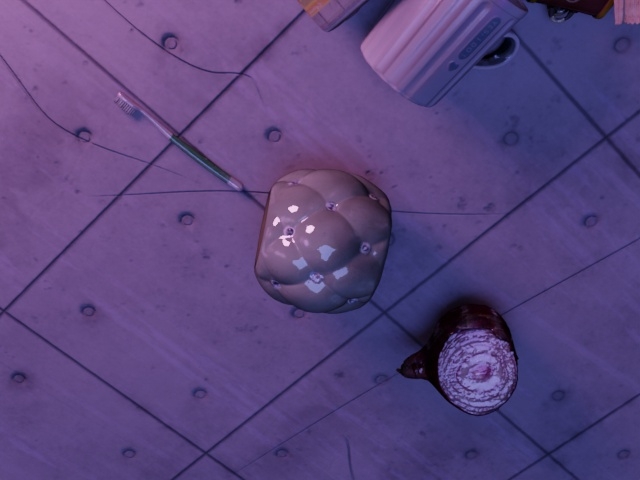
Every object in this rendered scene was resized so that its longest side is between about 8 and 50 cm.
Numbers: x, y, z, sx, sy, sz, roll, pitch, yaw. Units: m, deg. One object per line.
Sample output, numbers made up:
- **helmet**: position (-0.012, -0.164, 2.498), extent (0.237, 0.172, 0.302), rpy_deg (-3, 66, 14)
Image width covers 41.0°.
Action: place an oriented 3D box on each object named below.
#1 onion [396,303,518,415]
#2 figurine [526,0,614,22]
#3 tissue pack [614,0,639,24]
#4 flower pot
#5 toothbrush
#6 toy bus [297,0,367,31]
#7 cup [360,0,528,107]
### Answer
- **onion**: position (0.246, 0.214, 1.564), extent (0.218, 0.140, 0.195), rpy_deg (-9, 116, 5)
- **figurine**: position (0.356, -0.373, 1.274), extent (0.154, 0.082, 0.098), rpy_deg (10, 141, -5)
- **tissue pack**: position (0.456, -0.476, 1.161), extent (0.071, 0.170, 0.325), rpy_deg (15, 130, 42)
- **flower pot**: position (0.000, 0.000, 1.386), extent (0.195, 0.246, 0.246), rpy_deg (11, 119, -8)
- **toothbrush**: position (-0.231, -0.159, 1.417), extent (0.257, 0.018, 0.024), rpy_deg (36, 116, -19)
- **toy bus**: position (0.074, -0.398, 1.183), extent (0.106, 0.092, 0.268), rpy_deg (50, 134, -9)
- **cup**: position (0.194, -0.300, 1.257), extent (0.221, 0.167, 0.202), rpy_deg (35, 117, -15)
